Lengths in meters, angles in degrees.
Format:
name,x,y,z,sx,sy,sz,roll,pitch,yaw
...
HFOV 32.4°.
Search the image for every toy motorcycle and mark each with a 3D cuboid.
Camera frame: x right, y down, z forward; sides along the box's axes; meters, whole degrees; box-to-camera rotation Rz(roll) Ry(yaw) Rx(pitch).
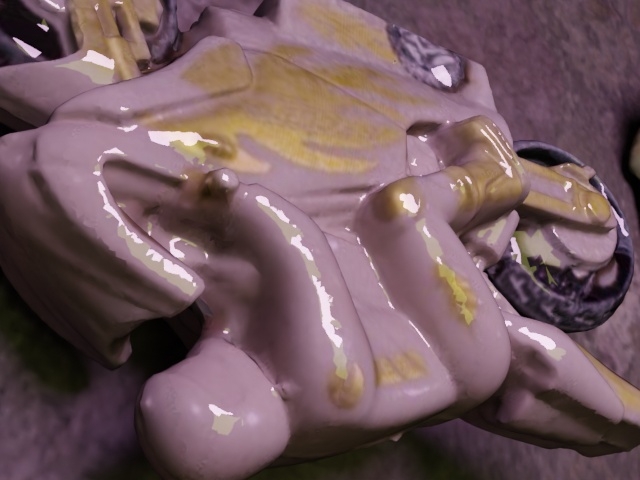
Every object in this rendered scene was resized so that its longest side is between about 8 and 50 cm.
name,x,y,z,sx,sy,sz,roll,pitch,yaw
toy motorcycle,0.000,0.000,0.437,0.341,0.108,0.223,21,54,-24

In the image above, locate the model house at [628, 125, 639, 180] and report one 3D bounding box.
name,x,y,z,sx,sy,sz,roll,pitch,yaw
model house,0.306,-0.041,0.626,0.195,0.214,0.189,-9,80,-37
